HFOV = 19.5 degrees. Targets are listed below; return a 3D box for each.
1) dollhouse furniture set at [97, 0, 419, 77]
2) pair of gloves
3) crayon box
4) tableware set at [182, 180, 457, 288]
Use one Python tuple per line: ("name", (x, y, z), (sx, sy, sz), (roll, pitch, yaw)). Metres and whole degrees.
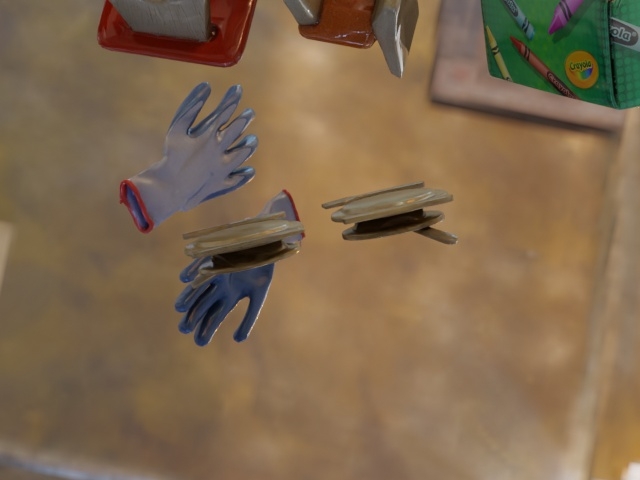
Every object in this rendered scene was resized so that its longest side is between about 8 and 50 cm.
("dollhouse furniture set", (-0.055, -0.218, 1.032), (0.135, 0.262, 0.259), (71, 31, -71))
("pair of gloves", (-0.081, -0.018, 1.446), (0.159, 0.023, 0.198), (-45, 126, -38))
("crayon box", (0.276, -0.169, 1.338), (0.165, 0.278, 0.081), (26, -54, 61))
("tableware set", (0.000, 0.000, 1.333), (0.128, 0.194, 0.039), (-135, -147, -81))
